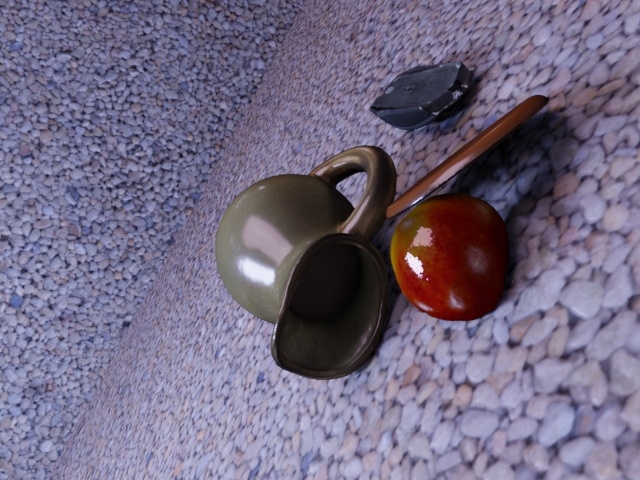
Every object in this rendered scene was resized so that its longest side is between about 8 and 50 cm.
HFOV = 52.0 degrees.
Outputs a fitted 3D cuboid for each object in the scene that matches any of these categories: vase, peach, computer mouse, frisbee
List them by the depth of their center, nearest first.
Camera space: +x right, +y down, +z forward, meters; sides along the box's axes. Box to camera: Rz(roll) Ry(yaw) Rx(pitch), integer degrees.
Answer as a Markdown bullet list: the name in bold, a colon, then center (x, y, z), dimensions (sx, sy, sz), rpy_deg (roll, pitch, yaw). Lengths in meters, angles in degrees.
- **peach**: center (0.149, 0.022, 0.773), dimensions (0.151, 0.151, 0.118), rpy_deg (-50, 10, 23)
- **frisbee**: center (0.183, -0.107, 0.845), dimensions (0.251, 0.021, 0.251), rpy_deg (-39, 1, 1)
- **vase**: center (0.000, 0.000, 0.988), dimensions (0.329, 0.241, 0.302), rpy_deg (-57, 30, 6)
- **computer mouse**: center (0.178, -0.240, 1.132), dimensions (0.126, 0.071, 0.231), rpy_deg (-51, 28, -18)
